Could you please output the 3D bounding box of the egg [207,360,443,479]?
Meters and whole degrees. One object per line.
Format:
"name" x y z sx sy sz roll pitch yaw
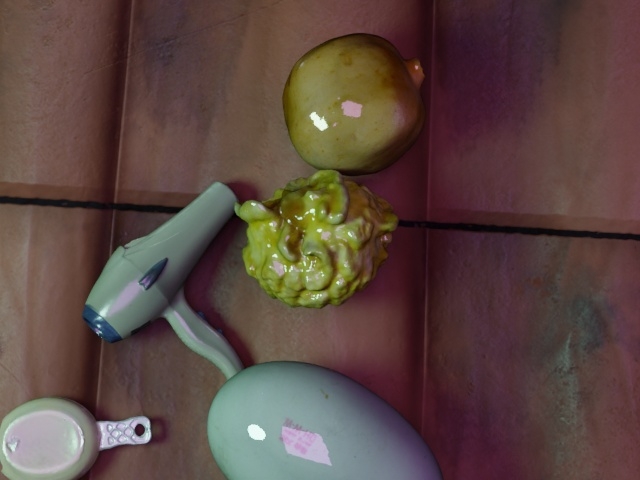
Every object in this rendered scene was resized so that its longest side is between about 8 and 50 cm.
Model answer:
"egg" 0.011 0.312 1.715 0.371 0.230 0.230 26 82 -4

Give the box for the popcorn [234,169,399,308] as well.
"popcorn" -0.007 -0.009 1.768 0.235 0.181 0.217 -29 107 25

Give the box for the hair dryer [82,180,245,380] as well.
"hair dryer" -0.182 0.058 1.823 0.298 0.119 0.296 25 77 -15

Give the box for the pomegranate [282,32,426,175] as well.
"pomegranate" 0.048 -0.208 1.800 0.233 0.233 0.233 0 82 -3

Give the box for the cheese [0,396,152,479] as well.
"cheese" -0.370 0.300 1.783 0.227 0.064 0.137 -7 84 -5
